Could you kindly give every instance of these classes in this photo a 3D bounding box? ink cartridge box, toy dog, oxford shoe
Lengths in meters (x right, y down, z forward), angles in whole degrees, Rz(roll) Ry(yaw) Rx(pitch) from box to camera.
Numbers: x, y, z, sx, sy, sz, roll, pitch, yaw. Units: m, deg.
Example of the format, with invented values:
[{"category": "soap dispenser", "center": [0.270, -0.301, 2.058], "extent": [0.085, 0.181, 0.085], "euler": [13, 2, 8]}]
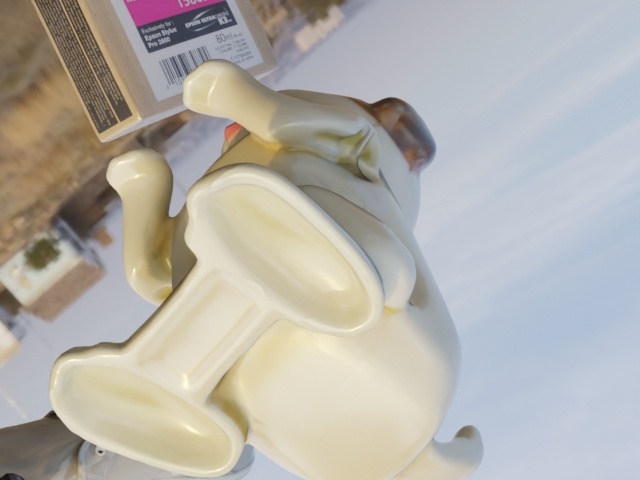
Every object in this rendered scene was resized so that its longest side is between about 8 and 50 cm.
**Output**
[{"category": "ink cartridge box", "center": [-0.182, -0.240, 1.245], "extent": [0.088, 0.193, 0.234], "euler": [-19, -171, 45]}, {"category": "toy dog", "center": [0.000, 0.000, 0.999], "extent": [0.285, 0.395, 0.408], "euler": [-58, -166, 29]}, {"category": "oxford shoe", "center": [-0.274, 0.258, 1.452], "extent": [0.169, 0.449, 0.130], "euler": [44, -57, 46]}]

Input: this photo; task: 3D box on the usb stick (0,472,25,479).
[{"category": "usb stick", "center": [-0.289, 0.361, 1.192], "extent": [0.045, 0.077, 0.278], "euler": [-27, -134, -17]}]
